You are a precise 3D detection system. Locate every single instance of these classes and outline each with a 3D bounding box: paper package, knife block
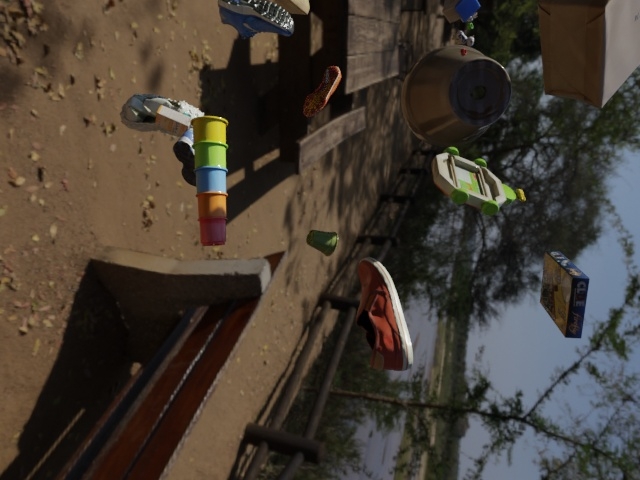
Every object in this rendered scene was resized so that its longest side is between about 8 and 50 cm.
[{"bbox_3d":[0.726,-0.560,1.284,0.325,0.168,0.309,-46,137,-12],"label":"paper package"},{"bbox_3d":[-0.159,-0.858,1.690,0.242,0.088,0.275,-47,142,-32],"label":"knife block"}]

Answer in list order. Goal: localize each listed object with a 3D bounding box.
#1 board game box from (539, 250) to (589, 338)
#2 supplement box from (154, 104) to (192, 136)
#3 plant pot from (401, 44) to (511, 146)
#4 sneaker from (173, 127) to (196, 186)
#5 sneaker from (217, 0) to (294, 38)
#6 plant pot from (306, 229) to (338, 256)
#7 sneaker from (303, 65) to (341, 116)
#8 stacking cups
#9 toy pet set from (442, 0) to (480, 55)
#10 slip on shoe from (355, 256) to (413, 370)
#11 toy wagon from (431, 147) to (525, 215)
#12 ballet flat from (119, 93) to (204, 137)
[{"bbox_3d":[0.658,0.139,1.383,0.243,0.042,0.165,-61,152,-73],"label":"board game box"},{"bbox_3d":[-0.443,-0.357,1.528,0.062,0.098,0.036,131,-23,-56],"label":"supplement box"},{"bbox_3d":[0.437,-0.447,1.556,0.280,0.323,0.323,-115,-152,-77],"label":"plant pot"},{"bbox_3d":[-0.349,-0.225,1.429,0.211,0.080,0.081,97,9,-59],"label":"sneaker"},{"bbox_3d":[-0.267,-0.912,2.112,0.147,0.330,0.129,105,7,-52],"label":"sneaker"},{"bbox_3d":[0.000,0.000,1.610,0.083,0.079,0.083,-41,-141,45],"label":"plant pot"},{"bbox_3d":[0.011,-0.453,1.573,0.175,0.064,0.067,-52,167,4],"label":"sneaker"},{"bbox_3d":[-0.281,-0.144,1.274,0.096,0.096,0.316,13,76,-75],"label":"stacking cups"},{"bbox_3d":[0.315,-0.478,1.069,0.114,0.065,0.122,34,64,-39],"label":"toy pet set"},{"bbox_3d":[0.131,0.167,1.223,0.331,0.101,0.123,-102,-171,-45],"label":"slip on shoe"},{"bbox_3d":[0.553,-0.193,1.776,0.267,0.344,0.068,-84,-162,-46],"label":"toy wagon"},{"bbox_3d":[-0.571,-0.448,1.735,0.147,0.409,0.147,-30,127,-51],"label":"ballet flat"}]
